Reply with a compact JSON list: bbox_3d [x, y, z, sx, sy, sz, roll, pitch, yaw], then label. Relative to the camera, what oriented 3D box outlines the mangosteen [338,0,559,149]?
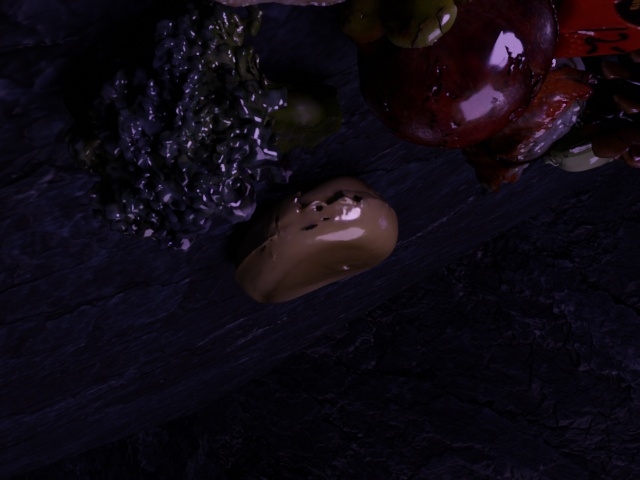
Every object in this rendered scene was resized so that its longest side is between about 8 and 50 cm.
[{"bbox_3d":[0.100,-0.165,0.533,0.166,0.166,0.180,-31,141,10],"label":"mangosteen"}]

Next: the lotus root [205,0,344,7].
[{"bbox_3d":[-0.001,-0.196,0.364,0.144,0.070,0.143,-6,148,-50],"label":"lotus root"}]

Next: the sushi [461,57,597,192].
[{"bbox_3d":[0.274,-0.168,0.925,0.130,0.124,0.332,-38,169,-4],"label":"sushi"}]

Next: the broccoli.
[{"bbox_3d":[-0.055,-0.094,0.543,0.165,0.145,0.304,-31,180,28],"label":"broccoli"}]

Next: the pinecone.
[{"bbox_3d":[0.495,-0.221,0.931,0.264,0.264,0.264,-27,167,-7],"label":"pinecone"}]

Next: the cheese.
[{"bbox_3d":[0.000,0.000,0.983,0.260,0.128,0.316,-23,164,-14],"label":"cheese"}]

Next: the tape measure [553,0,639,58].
[{"bbox_3d":[0.300,-0.248,0.536,0.260,0.114,0.253,-2,172,14],"label":"tape measure"}]

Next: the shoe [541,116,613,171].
[{"bbox_3d":[0.531,-0.224,1.244,0.262,0.140,0.128,-24,157,3],"label":"shoe"}]
